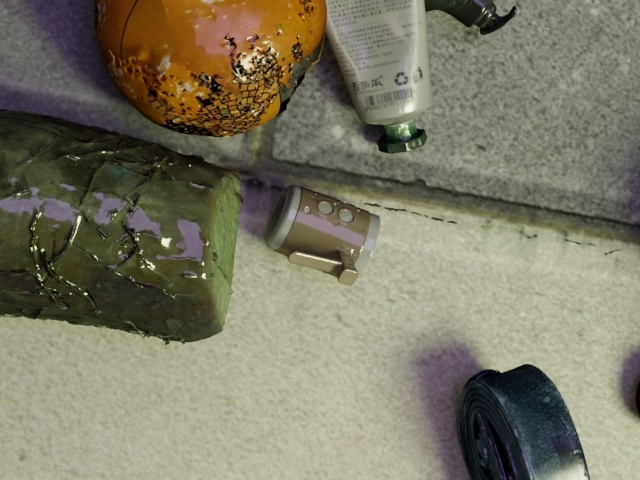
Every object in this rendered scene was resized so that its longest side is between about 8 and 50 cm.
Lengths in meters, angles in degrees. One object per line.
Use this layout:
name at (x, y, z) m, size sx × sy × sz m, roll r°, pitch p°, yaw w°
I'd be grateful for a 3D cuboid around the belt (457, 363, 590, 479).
belt at (0.199, 0.217, 1.715) m, size 0.082 × 0.141 × 0.190 m, roll -15°, pitch 84°, yaw -22°

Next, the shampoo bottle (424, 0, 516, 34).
shampoo bottle at (0.077, -0.309, 1.787) m, size 0.284 × 0.101 × 0.101 m, roll 37°, pitch 72°, yaw -9°

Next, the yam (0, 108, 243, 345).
yam at (-0.214, -0.007, 1.600) m, size 0.271 × 0.201 × 0.202 m, roll 14°, pitch 77°, yaw -22°

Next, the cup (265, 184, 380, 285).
cup at (-0.003, 0.003, 1.717) m, size 0.099 × 0.074 × 0.102 m, roll 22°, pitch 55°, yaw -11°

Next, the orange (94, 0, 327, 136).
orange at (-0.107, -0.219, 1.678) m, size 0.234 × 0.182 × 0.234 m, roll 1°, pitch 83°, yaw -5°

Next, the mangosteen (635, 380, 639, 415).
mangosteen at (0.374, 0.167, 1.814) m, size 0.081 × 0.081 × 0.081 m, roll 3°, pitch 80°, yaw -17°

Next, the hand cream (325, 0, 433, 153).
hand cream at (0.050, -0.254, 1.733) m, size 0.121 × 0.076 × 0.336 m, roll -10°, pitch 107°, yaw 9°
